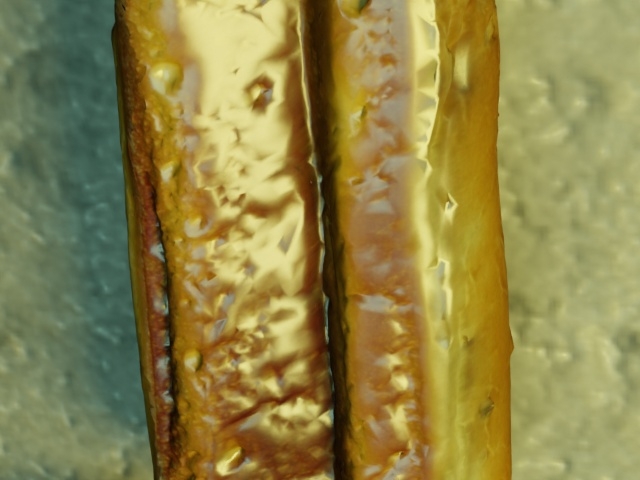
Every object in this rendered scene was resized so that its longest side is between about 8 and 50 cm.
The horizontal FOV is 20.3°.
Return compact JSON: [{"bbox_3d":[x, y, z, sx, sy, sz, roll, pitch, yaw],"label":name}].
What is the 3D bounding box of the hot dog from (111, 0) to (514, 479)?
[{"bbox_3d":[0.000,0.000,0.739,0.158,0.117,0.349,1,117,11],"label":"hot dog"}]
